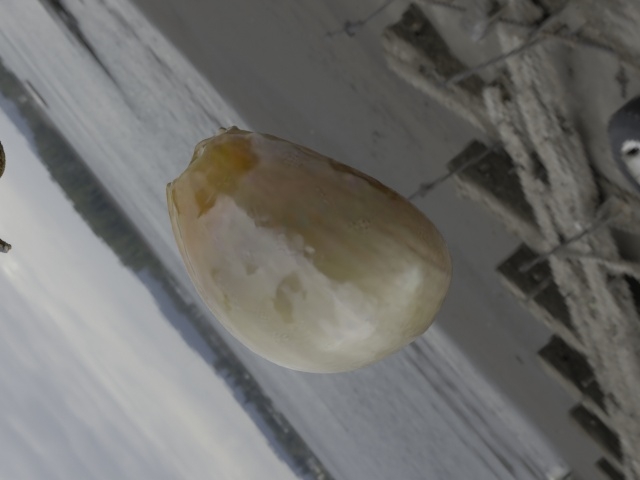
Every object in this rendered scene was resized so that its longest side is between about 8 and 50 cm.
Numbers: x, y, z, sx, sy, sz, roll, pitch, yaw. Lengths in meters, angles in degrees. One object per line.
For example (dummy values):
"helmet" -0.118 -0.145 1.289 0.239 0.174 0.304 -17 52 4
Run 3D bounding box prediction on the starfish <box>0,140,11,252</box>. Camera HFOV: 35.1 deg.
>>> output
"starfish" -0.326 -0.016 0.805 0.074 0.146 0.190 20 -156 16

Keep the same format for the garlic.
"garlic" 0.009 0.011 0.703 0.245 0.145 0.164 28 -157 -45
